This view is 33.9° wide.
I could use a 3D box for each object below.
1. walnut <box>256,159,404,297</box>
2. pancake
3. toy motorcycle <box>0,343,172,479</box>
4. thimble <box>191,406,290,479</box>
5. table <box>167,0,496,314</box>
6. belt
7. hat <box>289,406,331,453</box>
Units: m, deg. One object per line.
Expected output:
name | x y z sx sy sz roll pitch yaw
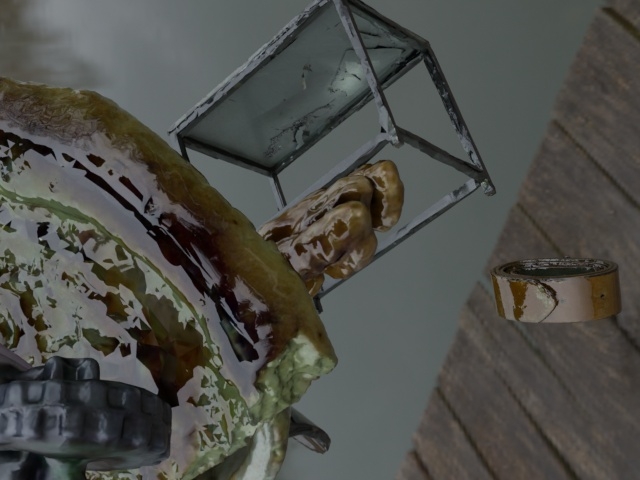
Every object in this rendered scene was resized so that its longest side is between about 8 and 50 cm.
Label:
walnut | 0.000 0.000 0.870 0.069 0.143 0.170 50 139 -13
pancake | -0.211 0.035 0.717 0.427 0.067 0.304 35 107 12
toy motorcycle | -0.242 0.085 0.499 0.188 0.327 0.143 147 128 -66
thimble | -0.095 0.165 0.974 0.143 0.138 0.190 -105 14 -75
table | 0.005 -0.110 1.429 0.335 0.222 0.272 -37 55 28
belt | 0.146 0.033 0.659 0.083 0.059 0.036 -1 103 39
hat | -0.150 0.122 1.345 0.382 0.366 0.257 5 85 37
